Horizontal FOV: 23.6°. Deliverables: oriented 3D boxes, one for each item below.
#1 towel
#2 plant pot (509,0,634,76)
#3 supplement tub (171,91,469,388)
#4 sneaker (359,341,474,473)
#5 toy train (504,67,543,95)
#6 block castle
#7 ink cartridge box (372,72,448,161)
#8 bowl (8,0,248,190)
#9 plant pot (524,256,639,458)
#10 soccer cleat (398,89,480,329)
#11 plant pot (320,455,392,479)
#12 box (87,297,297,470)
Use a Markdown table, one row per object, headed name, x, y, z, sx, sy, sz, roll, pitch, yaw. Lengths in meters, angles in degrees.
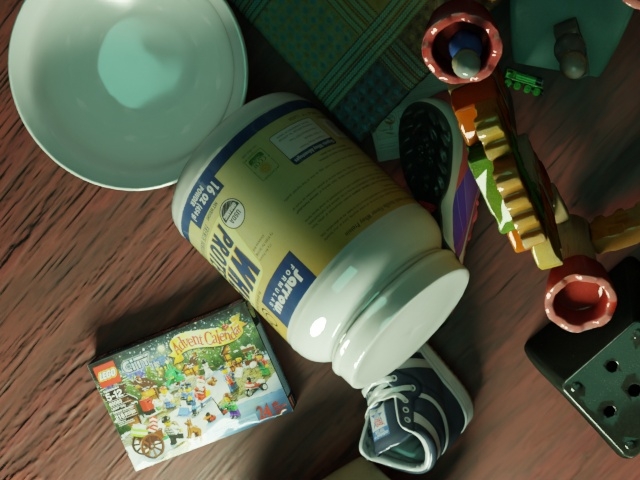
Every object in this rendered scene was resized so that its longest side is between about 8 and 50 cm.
| name | x | y | z | sx | sy | sz | roll | pitch | yaw |
| --- | --- | --- | --- | --- | --- | --- | --- | --- | --- |
| towel | 0.013 | -0.339 | 1.833 | 0.370 | 0.040 | 0.271 | 49 | 117 | 6 |
| plant pot | 0.302 | -0.323 | 1.808 | 0.166 | 0.165 | 0.234 | 10 | 112 | 5 |
| supplement tub | 0.000 | 0.000 | 1.828 | 0.316 | 0.228 | 0.228 | 44 | 104 | 19 |
| sneaker | 0.067 | 0.168 | 1.925 | 0.282 | 0.153 | 0.099 | 47 | 130 | -5 |
| toy train | 0.239 | -0.201 | 1.909 | 0.083 | 0.017 | 0.023 | 17 | 92 | 3 |
| block castle | 0.318 | -0.124 | 1.711 | 0.303 | 0.213 | 0.453 | -20 | 122 | 16 |
| ink cartridge box | 0.123 | -0.199 | 1.922 | 0.145 | 0.045 | 0.179 | -11 | 118 | 8 |
| bowl | -0.224 | -0.218 | 1.901 | 0.298 | 0.134 | 0.298 | 2 | 102 | 7 |
| plant pot | 0.382 | 0.160 | 1.889 | 0.188 | 0.167 | 0.187 | -42 | 94 | 12 |
| soccer cleat | 0.158 | -0.036 | 1.914 | 0.109 | 0.116 | 0.318 | 22 | 123 | 37 |
| plant pot | 0.028 | 0.406 | 1.963 | 0.263 | 0.263 | 0.229 | 44 | 84 | -3 |
| box | -0.169 | 0.189 | 2.023 | 0.233 | 0.044 | 0.159 | -23 | 98 | 11 |
